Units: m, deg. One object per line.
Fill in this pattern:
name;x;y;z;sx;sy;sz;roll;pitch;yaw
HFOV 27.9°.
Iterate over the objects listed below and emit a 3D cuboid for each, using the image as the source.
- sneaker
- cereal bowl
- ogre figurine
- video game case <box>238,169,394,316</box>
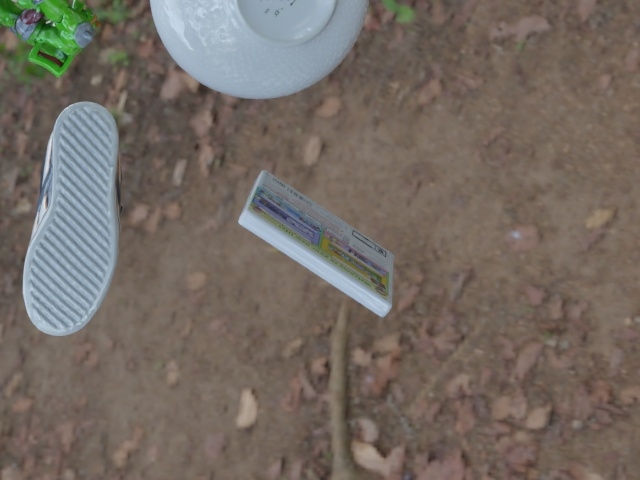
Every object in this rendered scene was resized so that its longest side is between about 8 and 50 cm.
sneaker;-0.337;-0.030;1.798;0.127;0.126;0.321;-164;85;-79
cereal bowl;-0.073;-0.369;1.894;0.141;0.339;0.338;33;104;64
ogre figurine;-0.334;-0.263;1.551;0.197;0.118;0.096;-32;21;49
video game case;0.000;0.000;1.623;0.023;0.212;0.193;-54;7;17
